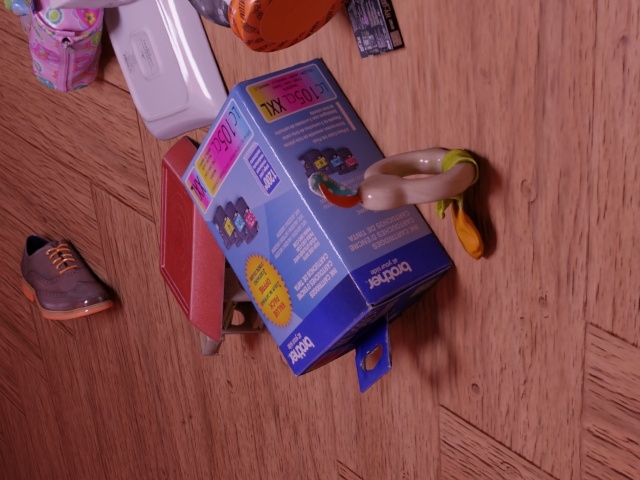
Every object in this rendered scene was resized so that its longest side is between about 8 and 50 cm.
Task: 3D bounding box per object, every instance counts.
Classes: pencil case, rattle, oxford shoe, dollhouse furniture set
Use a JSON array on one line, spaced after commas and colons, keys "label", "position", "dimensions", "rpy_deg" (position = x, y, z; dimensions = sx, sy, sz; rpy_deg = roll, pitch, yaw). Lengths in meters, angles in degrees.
[{"label": "pencil case", "position": [-0.418, -0.337, 1.927], "dimensions": [0.124, 0.124, 0.284], "rpy_deg": [63, 163, 4]}, {"label": "rattle", "position": [0.086, -0.027, 1.342], "dimensions": [0.130, 0.200, 0.143], "rpy_deg": [37, 139, 39]}, {"label": "oxford shoe", "position": [-0.551, 0.075, 2.471], "dimensions": [0.364, 0.130, 0.132], "rpy_deg": [17, 119, 51]}, {"label": "dollhouse furniture set", "position": [-0.137, 0.072, 1.897], "dimensions": [0.182, 0.101, 0.161], "rpy_deg": [115, 148, -53]}]

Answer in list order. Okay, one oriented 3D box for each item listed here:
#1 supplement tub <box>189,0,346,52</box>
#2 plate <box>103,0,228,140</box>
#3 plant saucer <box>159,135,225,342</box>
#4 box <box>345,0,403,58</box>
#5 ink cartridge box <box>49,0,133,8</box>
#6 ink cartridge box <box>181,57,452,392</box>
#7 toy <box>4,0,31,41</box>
[{"label": "supplement tub", "position": [-0.114, -0.398, 1.385], "dimensions": [0.338, 0.207, 0.207], "rpy_deg": [54, 148, 19]}, {"label": "plate", "position": [-0.258, -0.297, 1.837], "dimensions": [0.278, 0.045, 0.277], "rpy_deg": [-6, 106, 59]}, {"label": "plant saucer", "position": [-0.207, -0.006, 1.842], "dimensions": [0.258, 0.048, 0.259], "rpy_deg": [-133, 44, -59]}, {"label": "box", "position": [0.062, -0.262, 1.393], "dimensions": [0.067, 0.018, 0.083], "rpy_deg": [-2, 109, 57]}, {"label": "ink cartridge box", "position": [-0.326, -0.491, 1.693], "dimensions": [0.207, 0.117, 0.283], "rpy_deg": [-2, 98, 57]}, {"label": "ink cartridge box", "position": [0.000, 0.000, 1.550], "dimensions": [0.395, 0.151, 0.270], "rpy_deg": [57, 148, 11]}, {"label": "toy", "position": [-0.512, -0.394, 2.147], "dimensions": [0.237, 0.056, 0.137], "rpy_deg": [40, 142, 37]}]
